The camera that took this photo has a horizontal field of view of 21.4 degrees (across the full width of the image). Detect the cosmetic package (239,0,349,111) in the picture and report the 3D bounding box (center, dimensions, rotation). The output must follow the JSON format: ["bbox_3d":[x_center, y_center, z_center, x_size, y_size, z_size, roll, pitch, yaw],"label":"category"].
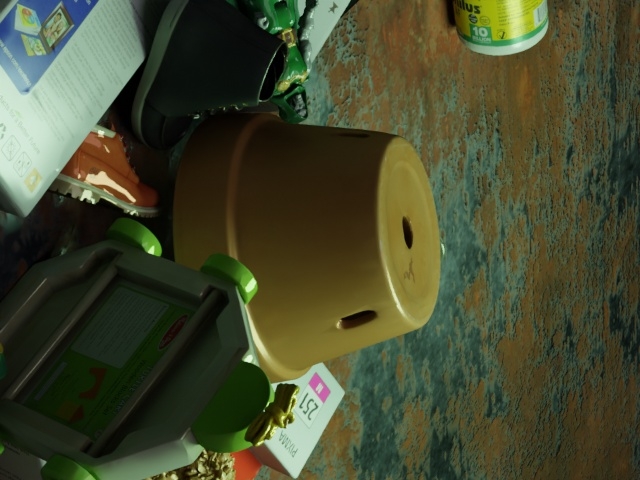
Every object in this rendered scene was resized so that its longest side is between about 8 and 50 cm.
[{"bbox_3d":[-0.042,-0.255,1.740,0.117,0.085,0.231,41,69,-35],"label":"cosmetic package"}]

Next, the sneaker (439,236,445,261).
[{"bbox_3d":[0.049,0.025,2.023,0.271,0.108,0.100,-26,128,-47],"label":"sneaker"}]

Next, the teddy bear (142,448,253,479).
[{"bbox_3d":[-0.145,0.297,1.638,0.245,0.113,0.338,6,103,-55],"label":"teddy bear"}]

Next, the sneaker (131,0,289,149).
[{"bbox_3d":[-0.108,-0.140,1.633,0.083,0.118,0.222,-54,172,-34],"label":"sneaker"}]

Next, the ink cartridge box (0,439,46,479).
[{"bbox_3d":[-0.226,0.243,1.703,0.198,0.115,0.273,-36,134,-38],"label":"ink cartridge box"}]

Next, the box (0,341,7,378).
[{"bbox_3d":[-0.345,0.064,1.463,0.105,0.043,0.179,-37,113,-42],"label":"box"}]

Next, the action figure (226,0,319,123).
[{"bbox_3d":[-0.048,-0.224,1.652,0.137,0.063,0.232,-29,116,-35],"label":"action figure"}]

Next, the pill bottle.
[{"bbox_3d":[0.214,-0.343,2.077,0.117,0.117,0.208,-46,140,-34],"label":"pill bottle"}]

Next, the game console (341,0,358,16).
[{"bbox_3d":[0.020,-0.328,1.893,0.122,0.071,0.107,40,41,-56],"label":"game console"}]

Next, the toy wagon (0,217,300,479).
[{"bbox_3d":[-0.164,0.121,1.526,0.267,0.344,0.068,-53,145,-27],"label":"toy wagon"}]

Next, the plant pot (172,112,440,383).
[{"bbox_3d":[0.000,0.000,1.755,0.291,0.203,0.291,-7,90,-70],"label":"plant pot"}]

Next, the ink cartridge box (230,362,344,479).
[{"bbox_3d":[-0.095,0.205,1.940,0.239,0.060,0.275,-60,146,-20],"label":"ink cartridge box"}]

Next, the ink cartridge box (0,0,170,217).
[{"bbox_3d":[-0.220,-0.216,1.538,0.371,0.069,0.176,-55,144,-21],"label":"ink cartridge box"}]

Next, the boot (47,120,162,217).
[{"bbox_3d":[-0.201,-0.070,1.649,0.158,0.059,0.084,23,81,-56],"label":"boot"}]
